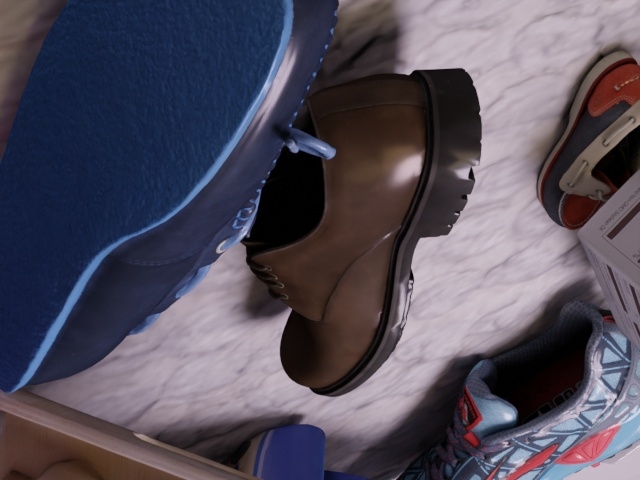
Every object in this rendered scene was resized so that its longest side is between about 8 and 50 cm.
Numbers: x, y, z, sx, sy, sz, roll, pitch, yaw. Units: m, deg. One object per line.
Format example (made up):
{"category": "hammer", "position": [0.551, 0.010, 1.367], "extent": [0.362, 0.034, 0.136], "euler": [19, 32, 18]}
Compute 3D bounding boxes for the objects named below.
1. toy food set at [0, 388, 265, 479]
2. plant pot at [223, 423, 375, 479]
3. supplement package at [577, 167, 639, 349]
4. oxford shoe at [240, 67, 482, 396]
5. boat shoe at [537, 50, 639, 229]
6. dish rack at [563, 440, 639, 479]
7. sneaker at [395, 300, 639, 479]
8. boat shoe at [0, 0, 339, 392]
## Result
{"category": "toy food set", "position": [-0.095, 0.240, 0.674], "extent": [0.092, 0.219, 0.306], "euler": [-47, 154, -73]}
{"category": "plant pot", "position": [-0.020, 0.267, 0.838], "extent": [0.212, 0.236, 0.236], "euler": [40, 109, -14]}
{"category": "supplement package", "position": [0.306, -0.019, 0.809], "extent": [0.262, 0.145, 0.204], "euler": [-45, 152, -1]}
{"category": "oxford shoe", "position": [0.000, 0.000, 0.670], "extent": [0.096, 0.083, 0.227], "euler": [-1, 141, -15]}
{"category": "boat shoe", "position": [0.160, -0.046, 0.778], "extent": [0.049, 0.043, 0.137], "euler": [-23, 150, -23]}
{"category": "dish rack", "position": [0.181, 0.231, 1.178], "extent": [0.333, 0.072, 0.285], "euler": [-37, 151, 7]}
{"category": "sneaker", "position": [0.117, 0.134, 0.972], "extent": [0.262, 0.104, 0.125], "euler": [-41, 133, 4]}
{"category": "boat shoe", "position": [-0.066, -0.036, 0.536], "extent": [0.089, 0.109, 0.258], "euler": [-15, 162, -42]}
